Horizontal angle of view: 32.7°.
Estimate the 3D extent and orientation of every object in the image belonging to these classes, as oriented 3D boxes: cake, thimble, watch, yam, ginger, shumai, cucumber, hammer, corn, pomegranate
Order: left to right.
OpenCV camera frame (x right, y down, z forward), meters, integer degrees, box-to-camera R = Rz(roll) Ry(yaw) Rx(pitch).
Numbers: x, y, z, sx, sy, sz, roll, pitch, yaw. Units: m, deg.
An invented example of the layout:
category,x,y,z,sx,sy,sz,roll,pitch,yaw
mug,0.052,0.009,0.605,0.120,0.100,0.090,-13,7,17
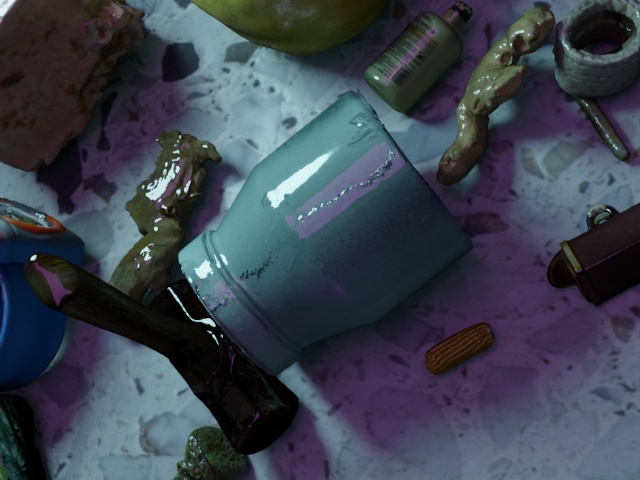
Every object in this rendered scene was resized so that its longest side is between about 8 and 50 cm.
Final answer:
category,x,y,z,sx,sy,sz,roll,pitch,yaw
watch,-0.510,0.066,1.516,0.305,0.241,0.275,18,94,26
cake,-0.453,-0.301,1.557,0.314,0.307,0.293,-47,64,2
cucumber,-0.423,0.277,1.478,0.115,0.085,0.193,-55,52,49
ginger,-0.230,-0.015,1.494,0.122,0.084,0.290,16,80,19
hammer,-0.188,0.102,1.261,0.095,0.409,0.242,-44,59,3
shumai,-0.145,0.286,1.379,0.080,0.083,0.082,-46,26,36
pomegranate,-0.046,-0.414,1.448,0.332,0.332,0.333,-7,70,20
corn,0.167,0.129,1.311,0.092,0.037,0.037,-29,64,12
ginger,0.213,-0.187,1.341,0.065,0.149,0.259,31,83,2
yam,0.345,-0.144,1.340,0.021,0.021,0.116,-33,62,9
thimble,0.342,-0.234,1.324,0.115,0.090,0.102,-9,65,5

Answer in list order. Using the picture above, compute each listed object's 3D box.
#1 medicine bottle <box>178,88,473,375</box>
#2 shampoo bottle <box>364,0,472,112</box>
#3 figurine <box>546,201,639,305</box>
category,x,y,z,sx,sy,sz,roll,pitch,yaw
medicine bottle,0.000,0.000,1.304,0.290,0.245,0.245,-38,63,5
shampoo bottle,0.136,-0.248,1.427,0.162,0.079,0.079,-47,62,1
figurine,0.331,0.005,1.269,0.154,0.082,0.098,-29,51,12
